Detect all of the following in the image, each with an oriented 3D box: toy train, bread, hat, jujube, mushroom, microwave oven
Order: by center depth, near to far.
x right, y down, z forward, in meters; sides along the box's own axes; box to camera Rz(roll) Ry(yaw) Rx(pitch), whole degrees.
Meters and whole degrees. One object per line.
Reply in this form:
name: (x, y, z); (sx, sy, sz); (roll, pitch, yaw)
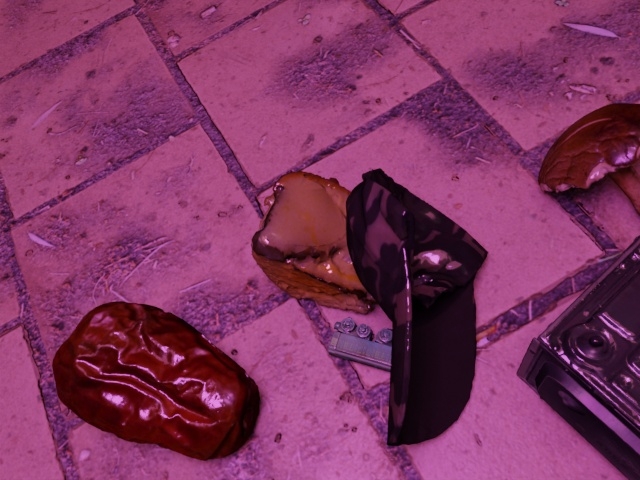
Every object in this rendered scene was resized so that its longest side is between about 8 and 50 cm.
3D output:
microwave oven: (0.523, 0.190, 0.718); (0.333, 0.247, 0.394); (-40, 62, -11)
hat: (0.116, 0.094, 0.852); (0.257, 0.366, 0.381); (21, 87, 37)
jujube: (-0.267, 0.236, 0.906); (0.342, 0.216, 0.216); (21, 68, 9)
mushroom: (0.510, -0.091, 0.927); (0.233, 0.208, 0.301); (-34, 63, 41)
toy train: (0.088, 0.179, 0.938); (0.148, 0.038, 0.070); (12, 68, 18)
bread: (0.000, 0.000, 0.985); (0.262, 0.163, 0.204); (33, 65, -20)
